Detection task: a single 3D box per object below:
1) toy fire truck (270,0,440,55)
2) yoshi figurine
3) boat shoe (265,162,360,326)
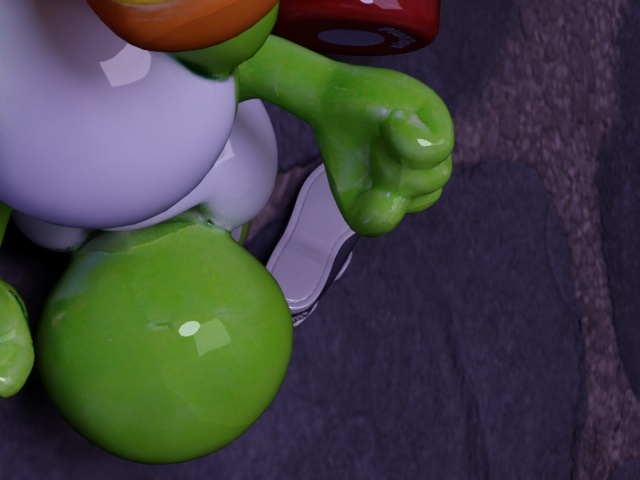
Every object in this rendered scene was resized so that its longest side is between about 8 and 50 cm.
[{"bbox_3d":[0.036,-0.205,0.666,0.302,0.254,0.169,12,80,-48],"label":"toy fire truck"},{"bbox_3d":[-0.070,-0.011,0.512,0.203,0.204,0.362,-62,170,-12],"label":"yoshi figurine"},{"bbox_3d":[0.000,0.000,0.785,0.046,0.038,0.125,27,55,0],"label":"boat shoe"}]
